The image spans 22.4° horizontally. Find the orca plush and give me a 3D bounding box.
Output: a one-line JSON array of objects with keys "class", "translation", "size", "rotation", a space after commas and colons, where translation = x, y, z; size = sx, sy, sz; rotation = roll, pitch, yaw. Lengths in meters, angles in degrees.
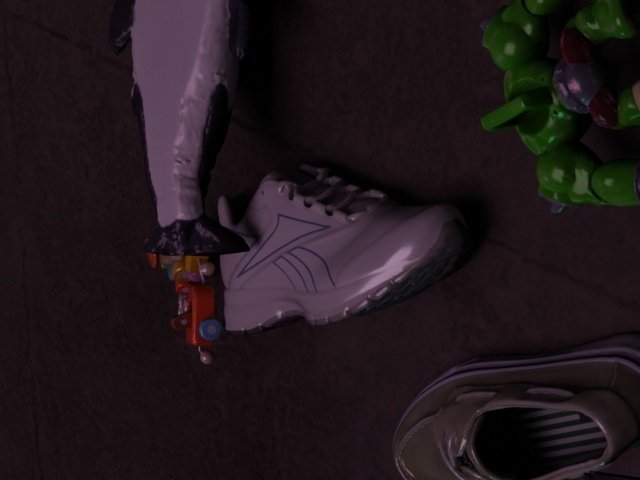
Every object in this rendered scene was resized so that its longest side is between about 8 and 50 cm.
[{"class": "orca plush", "translation": [-0.081, -0.130, 1.308], "size": [0.151, 0.102, 0.287], "rotation": [-17, 79, 37]}]

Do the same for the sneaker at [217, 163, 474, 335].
[{"class": "sneaker", "translation": [0.000, 0.000, 1.279], "size": [0.297, 0.111, 0.129], "rotation": [-12, 95, 51]}]

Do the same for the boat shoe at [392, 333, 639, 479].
[{"class": "boat shoe", "translation": [0.137, 0.139, 1.199], "size": [0.302, 0.094, 0.109], "rotation": [-31, 85, 52]}]

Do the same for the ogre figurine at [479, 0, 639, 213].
[{"class": "ogre figurine", "translation": [0.169, -0.103, 1.034], "size": [0.118, 0.097, 0.197], "rotation": [-25, 101, 41]}]

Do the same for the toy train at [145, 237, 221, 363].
[{"class": "toy train", "translation": [-0.125, 0.039, 1.428], "size": [0.166, 0.046, 0.125], "rotation": [-163, 74, -74]}]

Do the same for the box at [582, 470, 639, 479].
[{"class": "box", "translation": [0.321, 0.319, 0.946], "size": [0.395, 0.097, 0.318], "rotation": [4, 81, 42]}]
